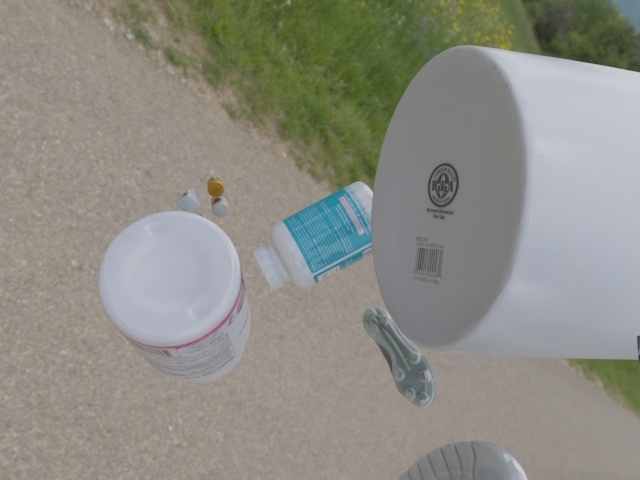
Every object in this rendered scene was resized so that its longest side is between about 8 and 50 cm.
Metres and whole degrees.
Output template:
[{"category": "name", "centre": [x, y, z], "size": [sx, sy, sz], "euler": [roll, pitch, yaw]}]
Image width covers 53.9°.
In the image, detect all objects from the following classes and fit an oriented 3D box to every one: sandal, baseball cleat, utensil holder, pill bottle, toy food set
[{"category": "sandal", "centre": [0.145, 0.407, 0.859], "size": [0.102, 0.416, 0.169], "euler": [25, 37, -20]}, {"category": "baseball cleat", "centre": [0.151, 0.204, 1.119], "size": [0.109, 0.072, 0.206], "euler": [36, 22, -57]}, {"category": "utensil holder", "centre": [0.290, -0.031, 0.691], "size": [0.385, 0.328, 0.328], "euler": [5, 59, -20]}, {"category": "pill bottle", "centre": [0.000, 0.000, 1.263], "size": [0.146, 0.264, 0.146], "euler": [61, -6, 10]}, {"category": "pill bottle", "centre": [-0.173, 0.091, 0.822], "size": [0.283, 0.160, 0.161], "euler": [96, -15, -66]}, {"category": "toy food set", "centre": [-0.311, -0.070, 1.533], "size": [0.111, 0.232, 0.105], "euler": [42, 13, -29]}]

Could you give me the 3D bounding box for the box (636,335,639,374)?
[{"category": "box", "centre": [0.296, 0.109, 0.430], "size": [0.027, 0.136, 0.094], "euler": [-47, 125, -55]}]
